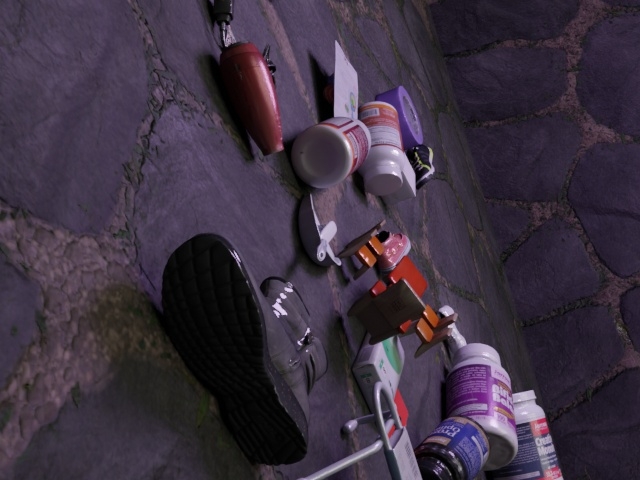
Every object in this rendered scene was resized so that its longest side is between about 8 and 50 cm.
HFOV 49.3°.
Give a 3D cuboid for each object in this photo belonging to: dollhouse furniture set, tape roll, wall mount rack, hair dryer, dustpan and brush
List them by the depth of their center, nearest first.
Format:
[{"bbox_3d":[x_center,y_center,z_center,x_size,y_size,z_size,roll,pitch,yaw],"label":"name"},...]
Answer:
[{"bbox_3d":[0.078,0.406,1.045,0.304,0.130,0.350,-12,84,-72],"label":"wall mount rack"},{"bbox_3d":[-0.100,-0.278,1.215,0.223,0.080,0.293,40,38,-55],"label":"hair dryer"},{"bbox_3d":[0.000,0.000,1.257,0.147,0.060,0.211,66,22,-14],"label":"dustpan and brush"},{"bbox_3d":[0.161,0.098,1.371,0.262,0.135,0.259,52,25,-2],"label":"dollhouse furniture set"},{"bbox_3d":[0.241,-0.368,2.123,0.189,0.080,0.189,52,28,-43],"label":"tape roll"}]

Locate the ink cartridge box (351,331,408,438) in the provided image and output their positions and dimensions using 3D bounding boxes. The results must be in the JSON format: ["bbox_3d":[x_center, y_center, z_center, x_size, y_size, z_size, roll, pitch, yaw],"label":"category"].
[{"bbox_3d":[0.143,0.296,1.382,0.224,0.056,0.181,64,23,-14],"label":"ink cartridge box"}]

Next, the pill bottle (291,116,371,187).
[{"bbox_3d":[0.030,-0.184,1.398,0.121,0.121,0.221,68,22,-9],"label":"pill bottle"}]

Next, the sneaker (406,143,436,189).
[{"bbox_3d":[0.305,-0.246,2.220,0.097,0.084,0.234,39,30,-14],"label":"sneaker"}]

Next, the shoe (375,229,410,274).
[{"bbox_3d":[0.167,0.005,1.656,0.081,0.063,0.178,69,25,-20],"label":"shoe"}]

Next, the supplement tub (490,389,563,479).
[{"bbox_3d":[0.558,0.577,1.974,0.191,0.191,0.272,21,54,-63],"label":"supplement tub"}]

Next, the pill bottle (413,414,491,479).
[{"bbox_3d":[0.250,0.447,1.398,0.219,0.123,0.122,-18,90,-56],"label":"pill bottle"}]

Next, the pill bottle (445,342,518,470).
[{"bbox_3d":[0.401,0.408,1.760,0.169,0.169,0.301,59,25,-30],"label":"pill bottle"}]

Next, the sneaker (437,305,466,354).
[{"bbox_3d":[0.362,0.260,1.957,0.061,0.054,0.152,-5,72,-59],"label":"sneaker"}]

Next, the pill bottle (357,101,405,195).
[{"bbox_3d":[0.142,-0.223,1.706,0.121,0.121,0.216,43,36,-51],"label":"pill bottle"}]

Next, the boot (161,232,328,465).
[{"bbox_3d":[-0.088,0.105,0.919,0.222,0.118,0.338,-73,151,-61],"label":"boot"}]

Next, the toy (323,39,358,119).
[{"bbox_3d":[0.042,-0.332,1.642,0.137,0.056,0.237,44,39,-57],"label":"toy"}]

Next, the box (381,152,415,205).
[{"bbox_3d":[0.193,-0.167,1.828,0.102,0.087,0.101,57,26,-33],"label":"box"}]
